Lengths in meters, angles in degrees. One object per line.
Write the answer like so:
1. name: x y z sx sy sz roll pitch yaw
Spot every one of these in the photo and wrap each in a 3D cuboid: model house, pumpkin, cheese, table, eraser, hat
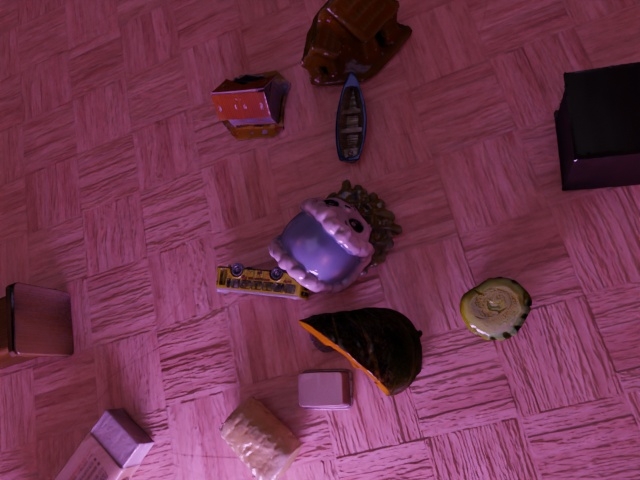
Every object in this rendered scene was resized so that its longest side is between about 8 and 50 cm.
1. model house: -0.209 -0.387 1.367 0.219 0.136 0.207 3 78 19
2. pumpkin: 0.105 0.192 1.096 0.278 0.111 0.163 36 75 11
3. model house: 0.065 -0.510 1.257 0.173 0.239 0.268 42 92 19
4. cheese: -0.133 0.442 1.141 0.167 0.094 0.123 39 88 23
5. table: 0.586 -0.227 1.050 0.172 0.169 0.193 -4 73 17
6. eraser: -0.560 0.589 1.249 0.144 0.078 0.343 35 87 22
7. hat: 0.018 0.222 1.182 0.087 0.058 0.042 -6 30 38

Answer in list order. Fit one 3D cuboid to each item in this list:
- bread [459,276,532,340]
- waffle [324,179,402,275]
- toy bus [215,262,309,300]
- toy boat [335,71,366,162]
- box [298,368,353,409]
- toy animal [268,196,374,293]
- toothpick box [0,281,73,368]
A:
1. bread: 0.364 0.141 1.074 0.130 0.071 0.139 40 92 26
2. waffle: 0.074 -0.026 1.222 0.204 0.054 0.223 -44 66 2
3. toy bus: -0.137 0.100 1.247 0.226 0.081 0.074 4 82 15
4. toy boat: 0.079 -0.306 1.290 0.080 0.046 0.229 -2 80 20
5. box: 0.008 0.330 1.143 0.122 0.062 0.089 -6 74 16
6. toy animal: 0.000 0.000 1.135 0.208 0.156 0.204 45 103 25
7. toothpick box: -0.853 0.253 1.384 0.308 0.190 0.187 -19 72 16
